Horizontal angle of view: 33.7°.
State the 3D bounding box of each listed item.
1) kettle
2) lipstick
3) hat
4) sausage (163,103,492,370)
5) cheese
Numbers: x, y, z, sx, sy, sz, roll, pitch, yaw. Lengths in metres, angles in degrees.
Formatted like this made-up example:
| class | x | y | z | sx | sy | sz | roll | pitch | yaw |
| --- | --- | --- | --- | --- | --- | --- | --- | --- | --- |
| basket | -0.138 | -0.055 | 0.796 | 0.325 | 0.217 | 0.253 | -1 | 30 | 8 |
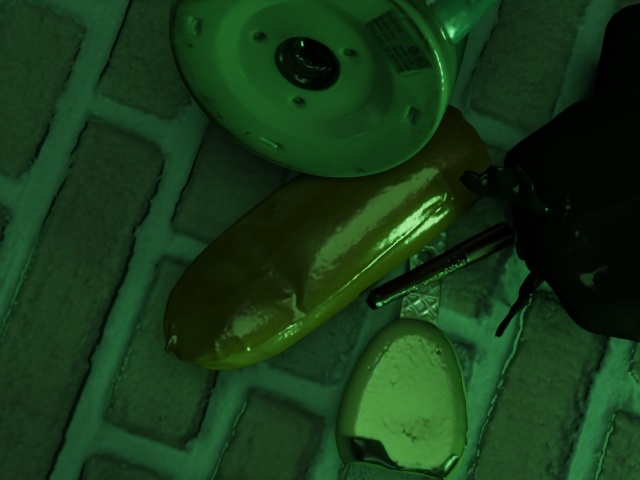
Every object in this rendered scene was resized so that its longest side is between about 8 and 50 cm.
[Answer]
| class | x | y | z | sx | sy | sz | roll | pitch | yaw |
| --- | --- | --- | --- | --- | --- | --- | --- | --- | --- |
| kettle | 0.070 | -0.263 | 0.957 | 0.319 | 0.247 | 0.342 | -5 | 44 | 33 |
| lipstick | 0.117 | 0.026 | 1.028 | 0.176 | 0.027 | 0.027 | -25 | 84 | -26 |
| hat | 0.230 | -0.055 | 0.990 | 0.209 | 0.238 | 0.336 | -4 | 67 | 4 |
| sausage | 0.000 | 0.002 | 1.007 | 0.354 | 0.116 | 0.134 | -35 | 72 | -6 |
| cheese | 0.092 | 0.104 | 1.032 | 0.127 | 0.054 | 0.251 | 12 | 73 | -5 |
